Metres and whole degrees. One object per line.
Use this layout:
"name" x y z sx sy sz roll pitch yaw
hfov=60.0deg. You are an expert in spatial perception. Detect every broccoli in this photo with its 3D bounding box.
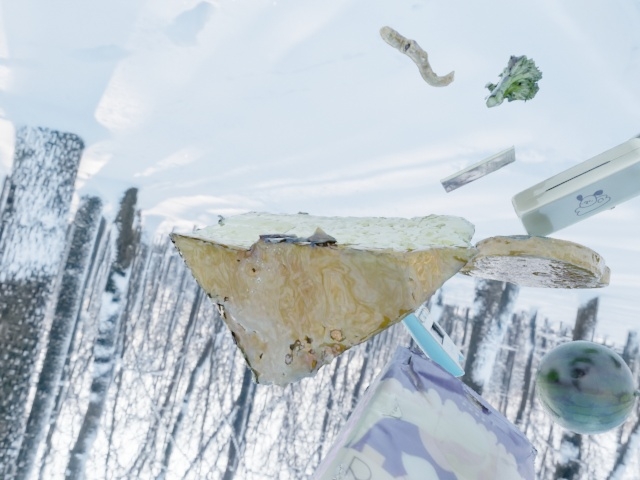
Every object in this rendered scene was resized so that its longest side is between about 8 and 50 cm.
"broccoli" 0.452 -0.368 1.341 0.122 0.204 0.118 38 141 16

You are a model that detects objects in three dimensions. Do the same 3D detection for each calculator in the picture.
"calculator" 0.244 0.185 1.470 0.386 0.054 0.256 55 -168 8

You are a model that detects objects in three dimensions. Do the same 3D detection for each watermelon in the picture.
"watermelon" 0.690 0.383 1.449 0.242 0.242 0.242 13 174 1

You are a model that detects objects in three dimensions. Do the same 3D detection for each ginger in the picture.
"ginger" 0.288 -0.542 1.637 0.288 0.075 0.089 32 177 -20

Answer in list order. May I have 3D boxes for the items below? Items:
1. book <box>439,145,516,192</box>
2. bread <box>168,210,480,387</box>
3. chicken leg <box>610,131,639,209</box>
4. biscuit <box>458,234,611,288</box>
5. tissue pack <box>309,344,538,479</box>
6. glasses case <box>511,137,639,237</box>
"book" 0.371 -0.165 1.302 0.181 0.014 0.127 -25 167 16
"bread" 0.000 0.000 0.722 0.279 0.315 0.248 49 -160 7
"chicken leg" 0.863 -0.191 1.523 0.153 0.429 0.201 52 155 11
"biscuit" 0.424 0.045 1.140 0.287 0.057 0.343 -4 163 43
"tissue pack" 0.120 0.291 0.630 0.242 0.125 0.343 39 -153 9
"glasses case" 0.623 -0.115 1.315 0.312 0.070 0.131 -27 137 19
